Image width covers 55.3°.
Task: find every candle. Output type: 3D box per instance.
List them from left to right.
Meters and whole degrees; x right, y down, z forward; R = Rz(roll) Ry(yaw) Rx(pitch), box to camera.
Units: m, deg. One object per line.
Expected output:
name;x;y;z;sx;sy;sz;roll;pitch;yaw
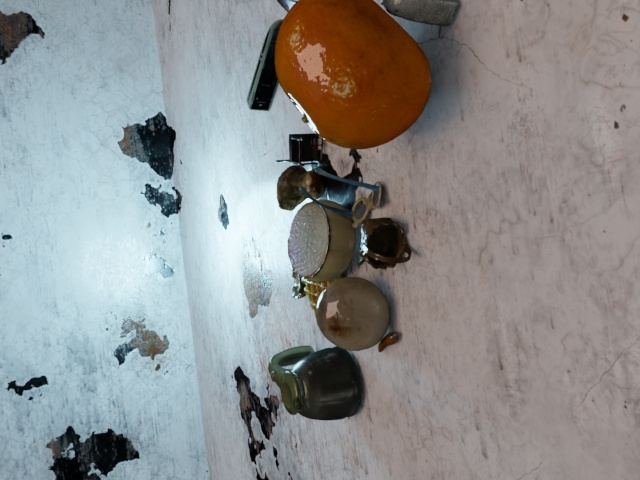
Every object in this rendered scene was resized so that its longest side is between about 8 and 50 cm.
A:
candle;0.243;-0.570;1.456;0.169;0.192;0.068;26;130;6

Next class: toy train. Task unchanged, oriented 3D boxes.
toy train;-0.189;-0.671;2.294;0.407;0.087;0.088;118;143;-45

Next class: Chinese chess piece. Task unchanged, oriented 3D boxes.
Chinese chess piece;0.000;0.000;1.985;0.270;0.112;0.269;-16;71;54

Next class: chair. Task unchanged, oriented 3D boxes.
chair;-0.073;-0.316;2.119;0.229;0.106;0.113;24;117;57

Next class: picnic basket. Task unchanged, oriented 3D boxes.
picnic basket;0.179;0.016;1.688;0.178;0.128;0.137;-118;29;-66

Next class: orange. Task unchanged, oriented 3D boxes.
orange;0.070;-0.413;1.509;0.326;0.424;0.424;-48;46;14

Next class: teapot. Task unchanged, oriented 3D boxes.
teapot;-0.029;0.453;2.045;0.321;0.240;0.239;65;145;33

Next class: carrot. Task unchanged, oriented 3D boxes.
carrot;0.199;0.301;1.814;0.142;0.035;0.035;122;134;-58

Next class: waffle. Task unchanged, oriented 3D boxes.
waffle;0.015;0.167;2.104;0.250;0.056;0.261;64;144;32

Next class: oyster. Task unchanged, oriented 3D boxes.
oyster;-0.079;0.169;2.279;0.148;0.051;0.103;-98;15;-51

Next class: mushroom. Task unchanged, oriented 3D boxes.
mushroom;0.098;0.220;1.834;0.178;0.227;0.226;-26;-67;-77

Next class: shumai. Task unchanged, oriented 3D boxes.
shumai;-0.064;-0.180;2.104;0.153;0.209;0.161;3;94;18

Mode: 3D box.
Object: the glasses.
glasses;0.068;-0.153;1.819;0.189;0.221;0.088;-43;19;57

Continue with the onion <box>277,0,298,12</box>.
onion;-0.092;-0.854;1.873;0.348;0.286;0.347;166;90;-70

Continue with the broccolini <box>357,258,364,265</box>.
broccolini;0.144;0.037;1.874;0.140;0.030;0.035;126;139;-57
